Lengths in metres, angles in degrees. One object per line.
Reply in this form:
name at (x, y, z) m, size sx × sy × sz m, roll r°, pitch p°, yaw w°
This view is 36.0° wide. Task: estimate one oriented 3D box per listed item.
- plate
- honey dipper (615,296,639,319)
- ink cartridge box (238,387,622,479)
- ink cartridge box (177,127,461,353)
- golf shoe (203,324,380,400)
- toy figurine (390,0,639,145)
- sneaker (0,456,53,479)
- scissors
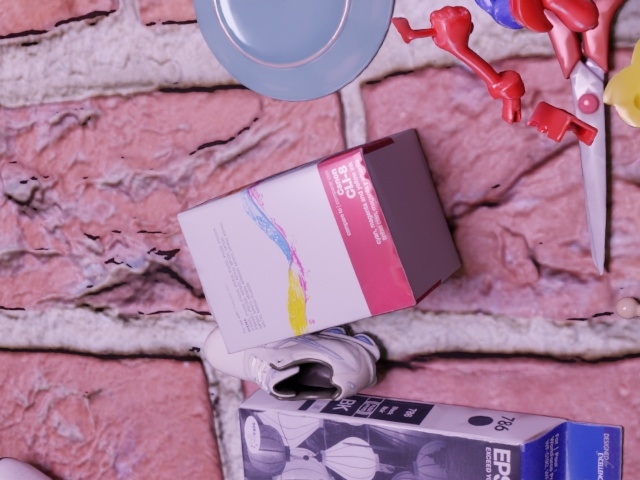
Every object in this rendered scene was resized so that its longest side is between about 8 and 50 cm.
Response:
plate at (-0.030, -0.209, 0.823) m, size 0.188 × 0.024 × 0.188 m, roll 7°, pitch 106°, yaw 24°
honey dipper at (0.305, 0.067, 0.745) m, size 0.161 × 0.030 × 0.030 m, roll 10°, pitch 108°, yaw 23°
ink cartridge box at (0.090, 0.227, 0.866) m, size 0.333 × 0.065 × 0.165 m, roll 1°, pitch 104°, yaw 23°
ink cartridge box at (0.000, 0.000, 0.807) m, size 0.176 × 0.128 × 0.127 m, roll -18°, pitch 96°, yaw 27°
golf shoe at (-0.038, 0.107, 0.878) m, size 0.176 × 0.086 × 0.069 m, roll 1°, pitch 106°, yaw 26°
toy figurine at (0.157, -0.262, 0.619) m, size 0.191 × 0.217 × 0.362 m, roll 19°, pitch 104°, yaw -21°
sneaker at (-0.221, 0.307, 1.014) m, size 0.145 × 0.090 × 0.270 m, roll -37°, pitch 91°, yaw 27°
scissors at (0.209, -0.123, 0.739) m, size 0.109 × 0.021 × 0.297 m, roll -18°, pitch 94°, yaw 25°
